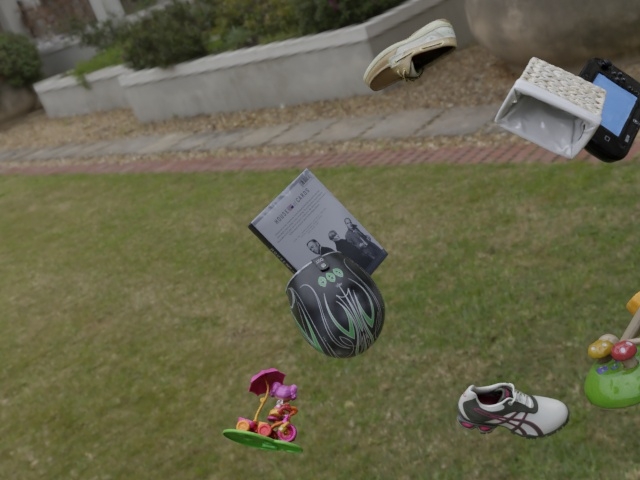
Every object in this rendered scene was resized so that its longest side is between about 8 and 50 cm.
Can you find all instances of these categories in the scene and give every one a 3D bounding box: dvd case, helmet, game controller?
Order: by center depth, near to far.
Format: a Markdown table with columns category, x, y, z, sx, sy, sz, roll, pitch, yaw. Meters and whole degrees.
| category | x | y | z | sx | sy | sz | roll | pitch | yaw |
| --- | --- | --- | --- | --- | --- | --- | --- | --- | --- |
| helmet | 0.032 | 0.118 | 1.264 | 0.169 | 0.161 | 0.169 | -29 | -21 | -13 |
| dvd case | 0.000 | 0.000 | 1.430 | 0.179 | 0.238 | 0.029 | -47 | 6 | -31 |
| game controller | 0.599 | -0.280 | 1.562 | 0.167 | 0.067 | 0.319 | 30 | 49 | 12 |

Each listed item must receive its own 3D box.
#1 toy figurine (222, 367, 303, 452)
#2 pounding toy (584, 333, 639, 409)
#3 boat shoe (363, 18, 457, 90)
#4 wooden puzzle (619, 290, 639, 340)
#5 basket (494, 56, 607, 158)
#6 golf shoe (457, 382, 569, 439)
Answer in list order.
| category | x | y | z | sx | sy | sz | roll | pitch | yaw |
| --- | --- | --- | --- | --- | --- | --- | --- | --- | --- |
| toy figurine | -0.101 | 0.347 | 1.550 | 0.173 | 0.130 | 0.159 | 5 | 62 | 19 |
| pounding toy | 0.633 | 0.241 | 1.562 | 0.183 | 0.110 | 0.237 | -21 | 15 | 40 |
| boat shoe | 0.115 | -0.231 | 0.960 | 0.135 | 0.045 | 0.050 | -32 | -30 | 29 |
| wooden puzzle | 0.874 | 0.093 | 1.803 | 0.348 | 0.322 | 0.080 | -28 | 57 | -18 |
| basket | 0.427 | -0.247 | 1.368 | 0.167 | 0.113 | 0.103 | 26 | 60 | 5 |
| golf shoe | 0.465 | 0.401 | 1.764 | 0.273 | 0.120 | 0.105 | 0 | 43 | -2 |
